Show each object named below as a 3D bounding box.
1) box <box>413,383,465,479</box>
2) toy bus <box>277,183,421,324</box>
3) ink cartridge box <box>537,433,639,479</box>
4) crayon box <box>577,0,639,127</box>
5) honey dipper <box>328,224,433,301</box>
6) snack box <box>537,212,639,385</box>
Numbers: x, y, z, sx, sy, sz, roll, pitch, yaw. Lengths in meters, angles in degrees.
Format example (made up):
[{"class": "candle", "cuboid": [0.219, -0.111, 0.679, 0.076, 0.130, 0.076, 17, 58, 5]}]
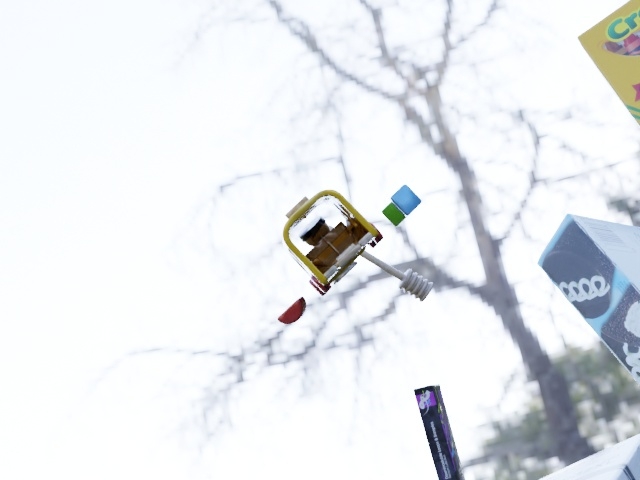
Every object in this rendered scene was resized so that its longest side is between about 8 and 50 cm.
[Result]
[{"class": "box", "cuboid": [0.159, 0.266, 2.163, 0.029, 0.162, 0.116, -15, -6, 8]}, {"class": "toy bus", "cuboid": [0.004, -0.005, 2.014, 0.202, 0.104, 0.191, -44, -2, 40]}, {"class": "ink cartridge box", "cuboid": [0.271, 0.353, 1.881, 0.223, 0.129, 0.307, -29, -2, 25]}, {"class": "crayon box", "cuboid": [0.417, -0.193, 1.809, 0.202, 0.318, 0.081, -36, -42, 10]}, {"class": "honey dipper", "cuboid": [0.071, 0.025, 2.143, 0.160, 0.030, 0.030, 33, -37, -7]}, {"class": "snack box", "cuboid": [0.326, 0.101, 1.295, 0.187, 0.322, 0.060, 10, -60, -33]}]
